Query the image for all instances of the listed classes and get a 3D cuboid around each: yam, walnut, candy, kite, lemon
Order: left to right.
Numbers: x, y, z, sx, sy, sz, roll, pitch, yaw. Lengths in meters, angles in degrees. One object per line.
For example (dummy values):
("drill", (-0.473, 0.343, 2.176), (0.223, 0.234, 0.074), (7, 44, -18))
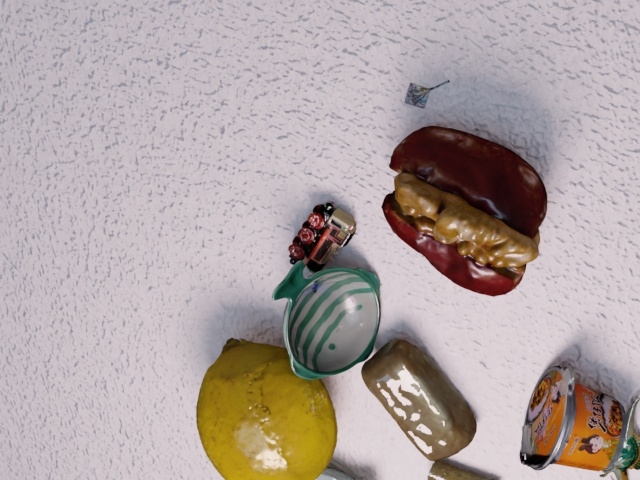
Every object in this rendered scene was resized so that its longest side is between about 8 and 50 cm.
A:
("lemon", (-0.099, 0.319, 1.575), (0.253, 0.253, 0.310), (-23, 86, 24))
("candy", (0.178, 0.286, 1.548), (0.104, 0.102, 0.234), (-34, 97, 23))
("kite", (0.174, -0.237, 1.409), (0.078, 0.002, 0.044), (0, 110, 19))
("walnut", (0.215, -0.044, 1.334), (0.269, 0.244, 0.222), (27, 117, 12))
("yam", (0.266, 0.453, 1.612), (0.132, 0.054, 0.054), (20, 115, 11))

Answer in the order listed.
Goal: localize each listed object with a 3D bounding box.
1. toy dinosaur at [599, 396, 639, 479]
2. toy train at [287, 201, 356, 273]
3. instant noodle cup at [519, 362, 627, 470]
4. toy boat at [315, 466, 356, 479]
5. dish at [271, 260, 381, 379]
("toy dinosaur", (0.537, 0.364, 1.500), (0.106, 0.044, 0.187), (28, 104, -8))
("toy train", (0.000, 0.000, 1.530), (0.087, 0.050, 0.138), (34, 117, 0))
("instant noodle cup", (0.431, 0.313, 1.450), (0.125, 0.178, 0.208), (17, 137, -3))
("toy boat", (-0.019, 0.514, 1.702), (0.290, 0.100, 0.200), (-4, 109, 20))
("dish", (-0.002, 0.126, 1.526), (0.224, 0.078, 0.246), (-52, 123, -10))
